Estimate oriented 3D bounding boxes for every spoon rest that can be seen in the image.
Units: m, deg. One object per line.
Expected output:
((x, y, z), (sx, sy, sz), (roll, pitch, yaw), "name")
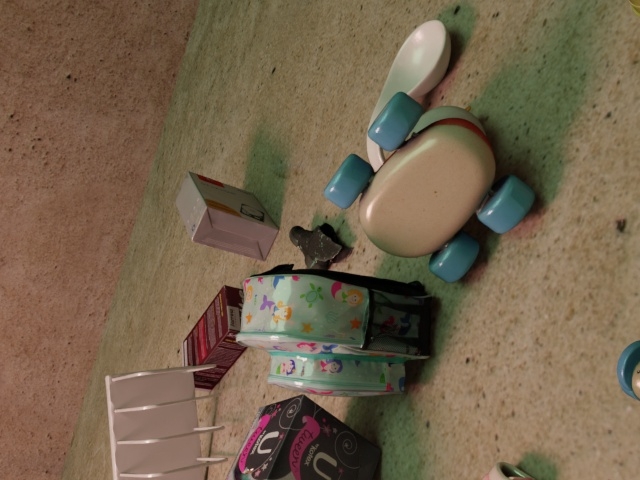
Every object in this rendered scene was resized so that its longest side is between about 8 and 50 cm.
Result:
((0.142, -0.238, 1.119), (0.137, 0.084, 0.276), (14, 88, 61), "spoon rest")

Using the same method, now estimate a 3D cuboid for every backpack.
((0.006, 0.127, 0.975), (0.225, 0.254, 0.191), (-11, 65, 58), "backpack")

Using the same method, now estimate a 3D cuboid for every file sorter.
((-0.305, 0.397, 1.374), (0.173, 0.193, 0.277), (-23, 71, 50), "file sorter")

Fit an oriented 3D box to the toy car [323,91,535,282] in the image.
((0.161, -0.105, 0.950), (0.210, 0.219, 0.238), (-52, 6, 35), "toy car")

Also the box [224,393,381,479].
((-0.047, 0.370, 0.948), (0.142, 0.163, 0.247), (-32, 25, 49), "box")

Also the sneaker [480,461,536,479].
((0.214, 0.299, 0.724), (0.070, 0.051, 0.134), (-66, 24, 22), "sneaker")

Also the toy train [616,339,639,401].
((0.354, 0.051, 0.582), (0.143, 0.105, 0.248), (-155, 83, -75), "toy train")

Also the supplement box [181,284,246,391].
((-0.237, 0.227, 1.535), (0.239, 0.073, 0.130), (-51, 36, 35), "supplement box")

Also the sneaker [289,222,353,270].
((-0.002, -0.001, 1.279), (0.089, 0.051, 0.170), (-59, 36, 23), "sneaker")

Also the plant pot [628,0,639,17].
((0.368, -0.308, 0.764), (0.083, 0.079, 0.083), (-38, 43, 46), "plant pot")

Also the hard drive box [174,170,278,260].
((-0.223, -0.058, 1.560), (0.089, 0.181, 0.232), (-64, 30, 14), "hard drive box")
